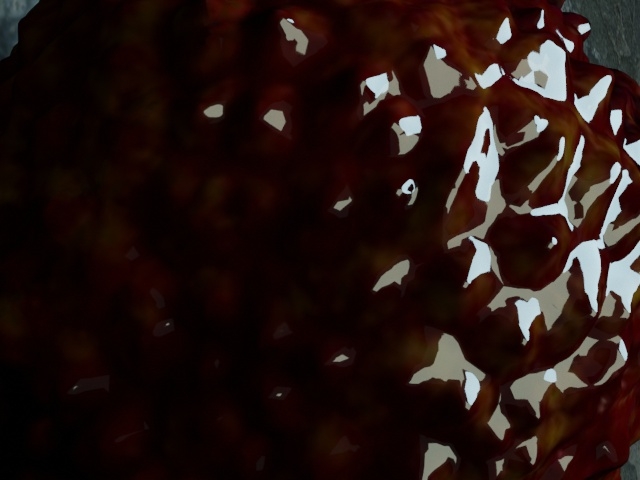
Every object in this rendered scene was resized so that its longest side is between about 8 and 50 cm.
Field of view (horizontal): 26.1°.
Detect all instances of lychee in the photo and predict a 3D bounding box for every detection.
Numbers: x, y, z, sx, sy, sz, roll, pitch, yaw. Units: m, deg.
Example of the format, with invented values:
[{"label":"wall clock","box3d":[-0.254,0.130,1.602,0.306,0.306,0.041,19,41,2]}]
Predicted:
[{"label":"lychee","box3d":[0.000,0.000,0.784,0.500,0.424,0.424,-57,138,-14]}]
